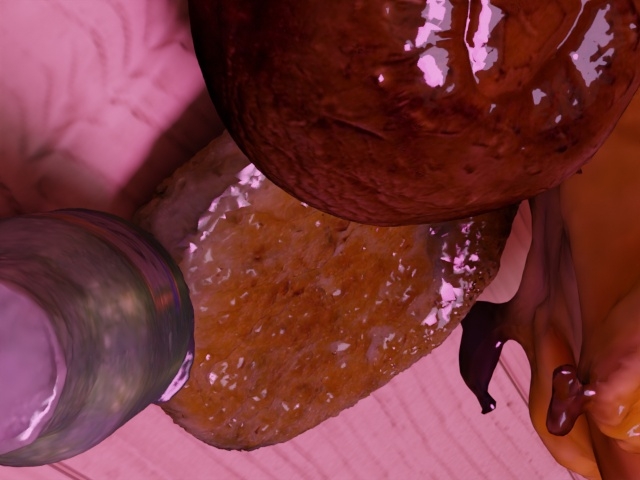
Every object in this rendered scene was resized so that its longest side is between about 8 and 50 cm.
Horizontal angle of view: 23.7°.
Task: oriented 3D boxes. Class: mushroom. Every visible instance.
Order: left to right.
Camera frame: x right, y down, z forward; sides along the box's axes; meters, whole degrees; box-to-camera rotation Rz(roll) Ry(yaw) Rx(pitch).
[{"bbox_3d":[0.051,-0.099,0.638,0.231,0.138,0.194,33,82,-35],"label":"mushroom"}]

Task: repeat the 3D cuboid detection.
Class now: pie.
[{"bbox_3d":[0.000,0.000,0.819,0.277,0.078,0.277,-28,141,-25],"label":"pie"}]

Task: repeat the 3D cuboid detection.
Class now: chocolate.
[{"bbox_3d":[-0.105,0.035,0.566,0.110,0.110,0.291,-43,-179,-2],"label":"chocolate"}]

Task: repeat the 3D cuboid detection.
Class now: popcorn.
[{"bbox_3d":[0.229,0.035,0.893,0.281,0.316,0.297,-8,120,-9],"label":"popcorn"}]
